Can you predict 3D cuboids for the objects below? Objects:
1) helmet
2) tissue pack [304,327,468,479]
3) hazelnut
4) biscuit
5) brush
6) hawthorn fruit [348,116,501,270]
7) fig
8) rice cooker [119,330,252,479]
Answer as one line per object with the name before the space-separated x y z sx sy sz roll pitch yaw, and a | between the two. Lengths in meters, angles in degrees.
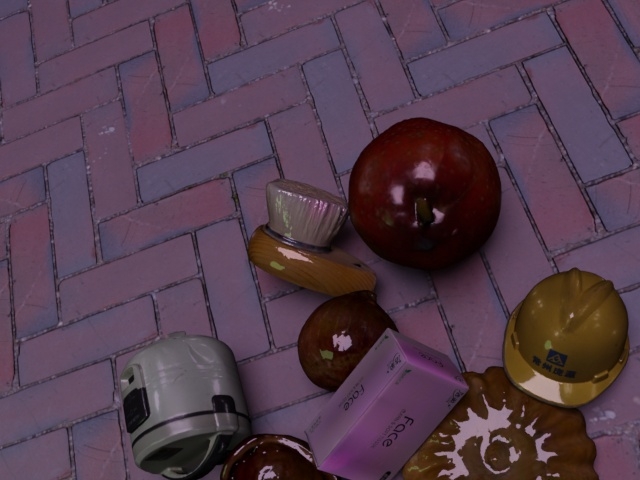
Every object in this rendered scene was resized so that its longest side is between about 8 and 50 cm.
helmet | 0.417 0.132 1.281 0.205 0.140 0.257 22 49 23
tissue pack | 0.102 0.281 1.271 0.246 0.148 0.092 -54 30 17
hazelnut | -0.060 0.414 1.306 0.202 0.160 0.170 16 103 25
biscuit | 0.292 0.359 1.271 0.326 0.107 0.325 -7 59 12
brush | 0.000 0.000 1.475 0.267 0.174 0.166 25 103 14
hawthorn fruit | 0.187 -0.071 1.365 0.285 0.369 0.284 1 100 5
fig | 0.058 0.181 1.381 0.205 0.205 0.205 -7 63 13
rice cooker | -0.244 0.306 1.390 0.226 0.226 0.244 -22 63 5
